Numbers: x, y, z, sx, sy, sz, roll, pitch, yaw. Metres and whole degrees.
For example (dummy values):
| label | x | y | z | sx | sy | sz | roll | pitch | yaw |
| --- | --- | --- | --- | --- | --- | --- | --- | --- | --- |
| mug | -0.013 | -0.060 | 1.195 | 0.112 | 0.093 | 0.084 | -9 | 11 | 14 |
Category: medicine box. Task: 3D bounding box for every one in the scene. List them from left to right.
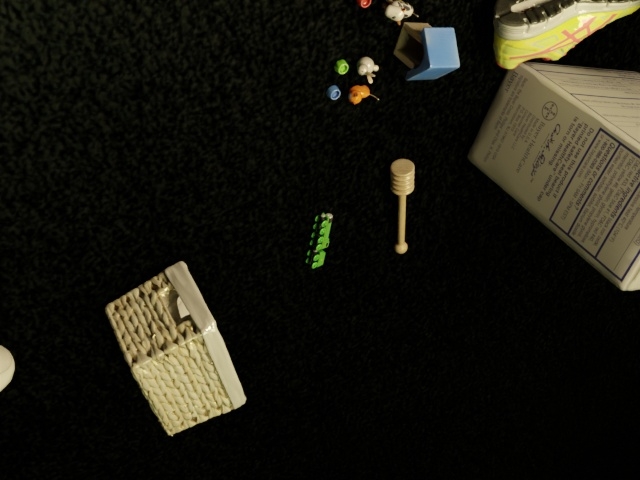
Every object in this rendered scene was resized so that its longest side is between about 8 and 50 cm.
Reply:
| label | x | y | z | sx | sy | sz | roll | pitch | yaw |
| --- | --- | --- | --- | --- | --- | --- | --- | --- | --- |
| medicine box | 0.383 | -0.089 | 1.099 | 0.263 | 0.289 | 0.149 | -4 | 129 | -37 |

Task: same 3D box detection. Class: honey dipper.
| label | x | y | z | sx | sy | sz | roll | pitch | yaw |
| --- | --- | --- | --- | --- | --- | --- | --- | --- | --- |
| honey dipper | 0.105 | -0.038 | 1.134 | 0.030 | 0.030 | 0.160 | -27 | 143 | -16 |

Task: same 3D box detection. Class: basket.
| label | x | y | z | sx | sy | sz | roll | pitch | yaw |
| --- | --- | --- | --- | --- | --- | --- | --- | --- | --- |
| basket | -0.164 | 0.127 | 1.007 | 0.103 | 0.113 | 0.167 | -25 | 140 | -12 |

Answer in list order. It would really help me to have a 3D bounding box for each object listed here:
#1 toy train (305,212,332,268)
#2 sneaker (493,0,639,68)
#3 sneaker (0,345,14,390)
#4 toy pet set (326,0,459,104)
| label | x | y | z | sx | sy | sz | roll | pitch | yaw |
| --- | --- | --- | --- | --- | --- | --- | --- | --- | --- |
| toy train | 0.000 | 0.000 | 1.093 | 0.024 | 0.017 | 0.083 | -21 | 139 | -37 |
| sneaker | 0.283 | -0.258 | 1.034 | 0.208 | 0.081 | 0.094 | -18 | 144 | -16 |
| sneaker | -0.370 | 0.085 | 0.817 | 0.115 | 0.090 | 0.232 | -52 | 141 | 9 |
| toy pet set | 0.083 | -0.190 | 0.936 | 0.114 | 0.065 | 0.122 | -8 | 133 | -34 |
